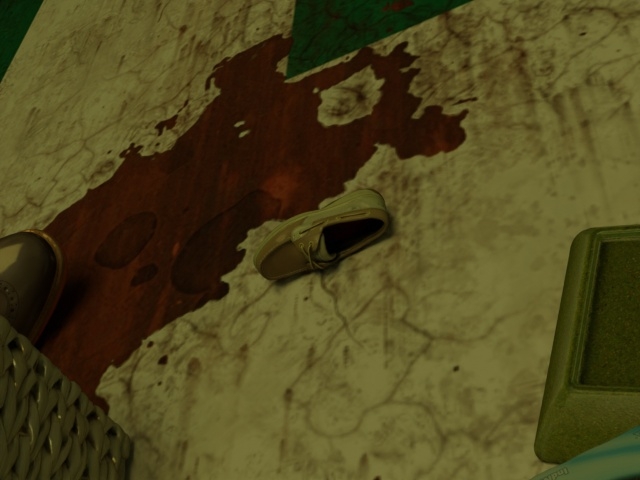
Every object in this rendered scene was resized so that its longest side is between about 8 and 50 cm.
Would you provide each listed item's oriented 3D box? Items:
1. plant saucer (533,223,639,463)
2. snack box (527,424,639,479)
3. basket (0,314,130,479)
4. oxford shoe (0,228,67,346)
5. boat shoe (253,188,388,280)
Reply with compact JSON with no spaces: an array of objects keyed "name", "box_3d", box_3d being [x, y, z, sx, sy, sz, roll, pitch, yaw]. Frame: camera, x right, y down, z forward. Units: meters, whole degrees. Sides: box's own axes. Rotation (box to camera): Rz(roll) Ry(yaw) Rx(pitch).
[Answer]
[{"name":"plant saucer","box_3d":[0.234,0.052,0.524,0.188,0.045,0.188,-4,50,34]},{"name":"snack box","box_3d":[0.075,0.231,0.416,0.321,0.060,0.187,-30,22,10]},{"name":"basket","box_3d":[-0.345,0.246,0.601,0.331,0.266,0.328,-24,41,18]},{"name":"oxford shoe","box_3d":[-0.414,0.119,0.845,0.130,0.133,0.364,41,77,12]},{"name":"boat shoe","box_3d":[0.000,0.000,0.749,0.135,0.050,0.045,-31,34,9]}]
